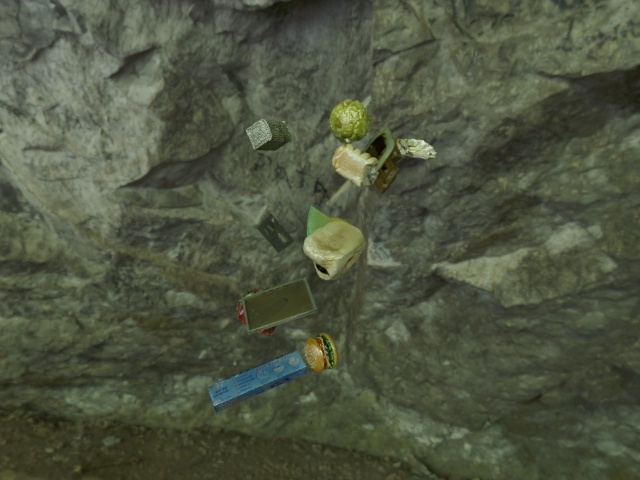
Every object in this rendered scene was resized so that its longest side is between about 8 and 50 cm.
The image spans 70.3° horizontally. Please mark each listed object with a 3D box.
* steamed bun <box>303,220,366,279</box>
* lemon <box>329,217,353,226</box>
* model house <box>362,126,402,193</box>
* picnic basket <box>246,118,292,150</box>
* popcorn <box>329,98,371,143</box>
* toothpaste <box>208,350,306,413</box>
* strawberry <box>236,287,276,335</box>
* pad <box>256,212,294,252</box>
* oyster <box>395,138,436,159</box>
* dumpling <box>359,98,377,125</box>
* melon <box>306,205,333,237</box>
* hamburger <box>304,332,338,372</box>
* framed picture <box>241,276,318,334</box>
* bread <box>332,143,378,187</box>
[{"bbox_3d":[0.041,0.048,1.354,0.140,0.172,0.155,37,-36,29],"label":"steamed bun"},{"bbox_3d":[0.058,0.005,1.831,0.178,0.203,0.178,26,-7,3],"label":"lemon"},{"bbox_3d":[0.312,-0.360,2.151,0.173,0.268,0.239,24,-19,46],"label":"model house"},{"bbox_3d":[-0.274,-0.584,2.501,0.154,0.134,0.196,-27,-6,33],"label":"picnic basket"},{"bbox_3d":[0.134,-0.511,1.977,0.197,0.198,0.212,-7,-12,39],"label":"popcorn"},{"bbox_3d":[-0.174,0.394,1.278,0.272,0.066,0.053,-18,-41,-21],"label":"toothpaste"},{"bbox_3d":[-0.241,0.288,1.835,0.186,0.202,0.184,-24,10,28],"label":"strawberry"},{"bbox_3d":[-0.166,-0.023,1.651,0.127,0.004,0.190,49,-27,-3],"label":"pad"},{"bbox_3d":[0.486,-0.456,2.325,0.208,0.133,0.072,9,-34,1],"label":"oyster"},{"bbox_3d":[0.210,-0.629,2.249,0.172,0.142,0.247,-45,-4,37],"label":"dumpling"},{"bbox_3d":[0.000,0.001,1.710,0.113,0.262,0.053,2,-21,-21],"label":"melon"},{"bbox_3d":[0.003,0.463,1.880,0.115,0.162,0.162,-10,-7,-28],"label":"hamburger"},{"bbox_3d":[-0.146,0.224,1.597,0.249,0.184,0.016,-19,-53,-5],"label":"framed picture"},{"bbox_3d":[0.128,-0.271,1.629,0.177,0.119,0.084,36,28,10],"label":"bread"}]
